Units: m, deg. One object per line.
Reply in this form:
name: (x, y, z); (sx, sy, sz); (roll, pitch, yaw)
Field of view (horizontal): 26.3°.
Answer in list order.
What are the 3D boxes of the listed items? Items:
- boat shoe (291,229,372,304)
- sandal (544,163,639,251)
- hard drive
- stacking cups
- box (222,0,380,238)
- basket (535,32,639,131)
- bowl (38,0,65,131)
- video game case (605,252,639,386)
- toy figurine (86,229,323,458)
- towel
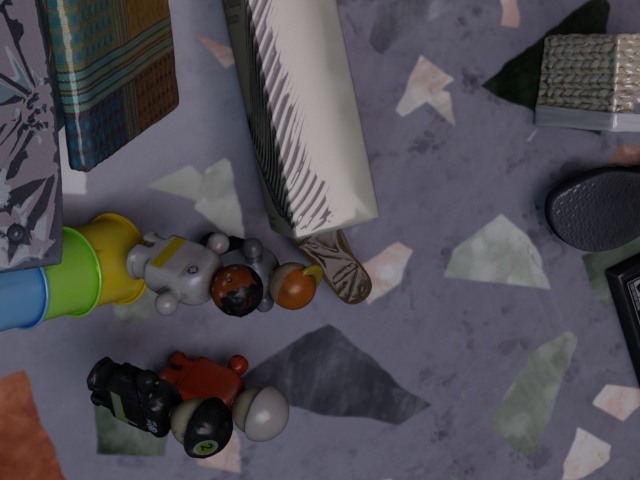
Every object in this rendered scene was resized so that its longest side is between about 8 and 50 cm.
boat shoe: (0.002, -0.001, 1.459); (0.056, 0.048, 0.153); (-37, 106, -4)
sandal: (0.358, -0.052, 1.579); (0.254, 0.054, 0.097); (-14, 115, -27)
hard drive: (-0.307, -0.095, 1.130); (0.172, 0.054, 0.255); (-9, 106, -19)
stacking cups: (-0.293, 0.044, 1.238); (0.316, 0.096, 0.096); (-16, 112, -53)
box: (-0.023, -0.146, 1.352); (0.094, 0.113, 0.275); (-14, 98, -14)
basket: (0.317, -0.171, 1.469); (0.113, 0.167, 0.103); (-3, 97, -21)
bowl: (-0.336, -0.188, 1.216); (0.311, 0.163, 0.312); (-5, 105, -19)
video game case: (0.493, 0.107, 1.672); (0.248, 0.035, 0.275); (-25, 110, -13)
toy figurine: (-0.102, 0.097, 1.336); (0.213, 0.148, 0.210); (10, 100, -66)
towel: (-0.195, -0.270, 1.210); (0.040, 0.271, 0.370); (-1, 107, 12)
